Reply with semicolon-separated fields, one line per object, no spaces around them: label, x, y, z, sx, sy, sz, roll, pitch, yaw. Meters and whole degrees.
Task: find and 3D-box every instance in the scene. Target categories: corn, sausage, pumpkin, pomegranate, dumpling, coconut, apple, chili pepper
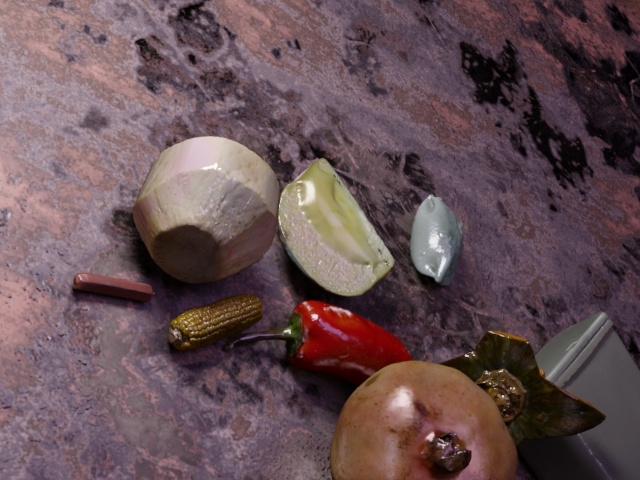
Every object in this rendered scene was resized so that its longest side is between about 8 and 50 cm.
corn;-0.179;0.138;2.011;0.207;0.068;0.068;-18;77;-45
sausage;-0.341;0.077;1.935;0.147;0.035;0.030;14;87;-37
pumpkin;0.348;0.299;2.222;0.258;0.290;0.095;60;15;1
pomegranate;0.174;0.369;1.973;0.338;0.338;0.338;22;51;-30
dumpling;0.259;0.013;2.447;0.149;0.105;0.217;25;49;-27
coconut;-0.190;-0.062;2.015;0.259;0.259;0.259;22;51;-30
apple;0.000;0.000;2.226;0.193;0.120;0.265;-30;83;-35
chili pepper;0.005;0.174;2.104;0.338;0.131;0.135;25;40;-25

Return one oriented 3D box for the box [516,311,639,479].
box;0.563;0.383;2.427;0.344;0.177;0.352;56;42;-1
